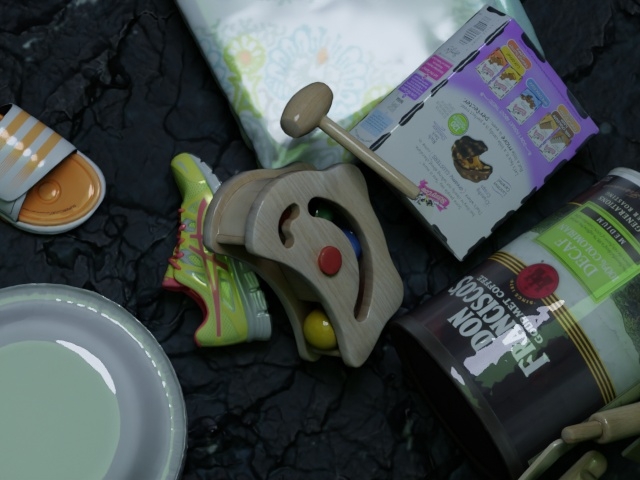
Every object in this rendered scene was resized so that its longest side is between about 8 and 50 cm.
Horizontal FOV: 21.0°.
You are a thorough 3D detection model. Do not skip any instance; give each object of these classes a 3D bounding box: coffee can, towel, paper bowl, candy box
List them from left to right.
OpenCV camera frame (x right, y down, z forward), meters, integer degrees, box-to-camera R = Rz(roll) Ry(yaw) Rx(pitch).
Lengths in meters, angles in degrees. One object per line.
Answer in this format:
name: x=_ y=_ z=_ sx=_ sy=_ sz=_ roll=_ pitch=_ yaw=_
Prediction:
paper bowl: x=-0.268 y=0.182 z=1.653 sx=0.284 sy=0.148 sz=0.284 roll=1 pitch=78 yaw=-5
towel: x=0.013 y=-0.271 z=1.793 sx=0.320 sy=0.090 sz=0.374 roll=-27 pitch=82 yaw=-5
candy box: x=0.152 y=-0.107 z=1.724 sx=0.196 sy=0.070 sz=0.165 roll=-43 pitch=118 yaw=-2
coffee can: x=0.235 y=0.086 z=1.676 sx=0.275 sy=0.201 sz=0.201 roll=-34 pitch=83 yaw=-10

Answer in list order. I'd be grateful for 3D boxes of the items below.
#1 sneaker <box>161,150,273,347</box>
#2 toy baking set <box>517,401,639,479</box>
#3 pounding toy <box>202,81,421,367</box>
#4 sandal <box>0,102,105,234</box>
sneaker: x=-0.120 y=0.012 z=1.729 sx=0.094 sy=0.081 sz=0.208 roll=-19 pitch=81 yaw=-5
toy baking set: x=0.249 y=0.233 z=1.640 sx=0.256 sy=0.197 sz=0.030 roll=-5 pitch=40 yaw=-39
pounding toy: x=0.000 y=0.000 z=1.641 sx=0.154 sy=0.155 sz=0.269 roll=-37 pitch=117 yaw=-34
sandal: x=-0.342 y=-0.100 z=1.738 sx=0.265 sy=0.076 sz=0.102 roll=33 pitch=79 yaw=3
